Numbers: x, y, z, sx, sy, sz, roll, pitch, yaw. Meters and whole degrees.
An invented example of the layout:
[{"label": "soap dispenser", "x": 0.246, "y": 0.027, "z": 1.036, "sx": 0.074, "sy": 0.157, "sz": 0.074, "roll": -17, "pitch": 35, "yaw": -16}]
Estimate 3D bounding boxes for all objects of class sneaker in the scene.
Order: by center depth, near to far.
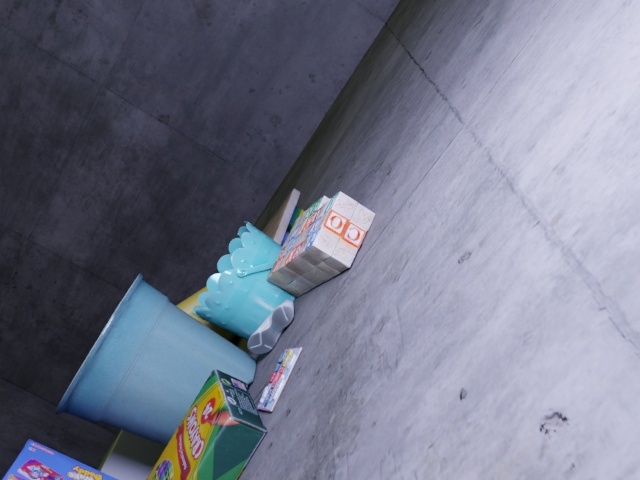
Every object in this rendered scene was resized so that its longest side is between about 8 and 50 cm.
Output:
[{"label": "sneaker", "x": -0.105, "y": 0.193, "z": 1.330, "sx": 0.152, "sy": 0.054, "sz": 0.061, "roll": -49, "pitch": 5, "yaw": 19}]

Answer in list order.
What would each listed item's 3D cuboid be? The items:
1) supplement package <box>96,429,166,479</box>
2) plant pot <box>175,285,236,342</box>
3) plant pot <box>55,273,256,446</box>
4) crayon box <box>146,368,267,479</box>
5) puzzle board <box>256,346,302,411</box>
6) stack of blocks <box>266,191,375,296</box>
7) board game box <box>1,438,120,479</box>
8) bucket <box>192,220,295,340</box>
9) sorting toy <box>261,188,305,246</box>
[{"label": "supplement package", "x": -0.491, "y": 0.647, "z": 1.476, "sx": 0.177, "sy": 0.175, "sz": 0.293, "roll": -53, "pitch": 13, "yaw": 33}, {"label": "plant pot", "x": -0.363, "y": 0.273, "z": 1.783, "sx": 0.239, "sy": 0.254, "sz": 0.254, "roll": -46, "pitch": 8, "yaw": -16}, {"label": "plant pot", "x": -0.349, "y": 0.304, "z": 1.351, "sx": 0.341, "sy": 0.334, "sz": 0.341, "roll": -54, "pitch": 12, "yaw": 18}, {"label": "crayon box", "x": -0.232, "y": 0.425, "z": 1.110, "sx": 0.318, "sy": 0.081, "sz": 0.202, "roll": -59, "pitch": 22, "yaw": 1}, {"label": "puzzle board", "x": -0.080, "y": 0.260, "z": 1.133, "sx": 0.128, "sy": 0.011, "sz": 0.096, "roll": -64, "pitch": 12, "yaw": -21}, {"label": "stack of blocks", "x": 0.000, "y": 0.000, "z": 1.265, "sx": 0.171, "sy": 0.087, "sz": 0.297, "roll": -64, "pitch": 12, "yaw": -24}, {"label": "board game box", "x": -0.443, "y": 0.535, "z": 1.125, "sx": 0.078, "sy": 0.347, "sz": 0.233, "roll": -58, "pitch": 11, "yaw": 6}, {"label": "bucket", "x": -0.171, "y": 0.109, "z": 1.477, "sx": 0.281, "sy": 0.183, "sz": 0.281, "roll": -55, "pitch": 13, "yaw": 19}, {"label": "sorting toy", "x": -0.129, "y": 0.021, "z": 1.756, "sx": 0.257, "sy": 0.089, "sz": 0.255, "roll": -49, "pitch": 15, "yaw": 38}]
